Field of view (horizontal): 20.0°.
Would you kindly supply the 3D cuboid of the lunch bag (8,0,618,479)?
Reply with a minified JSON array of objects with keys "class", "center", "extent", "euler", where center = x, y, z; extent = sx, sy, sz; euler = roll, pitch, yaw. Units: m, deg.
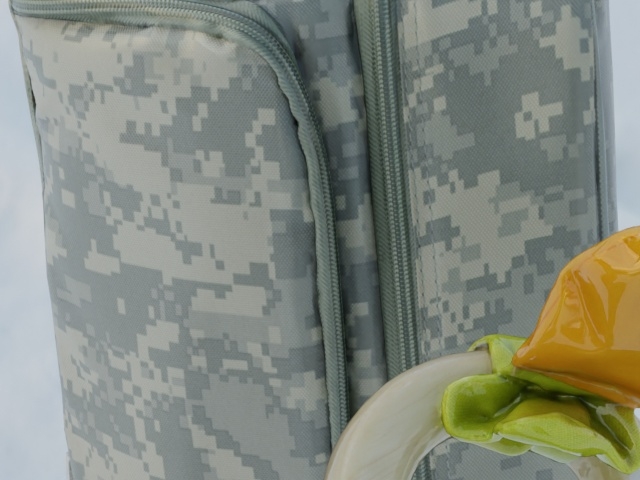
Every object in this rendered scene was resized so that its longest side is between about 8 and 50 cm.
[{"class":"lunch bag","center":[0.000,0.000,0.812],"extent":[0.256,0.305,0.212],"euler":[-3,19,5]}]

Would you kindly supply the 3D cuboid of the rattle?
[{"class":"rattle","center":[0.055,0.107,0.534],"extent":[0.130,0.142,0.200],"euler":[50,58,-11]}]
